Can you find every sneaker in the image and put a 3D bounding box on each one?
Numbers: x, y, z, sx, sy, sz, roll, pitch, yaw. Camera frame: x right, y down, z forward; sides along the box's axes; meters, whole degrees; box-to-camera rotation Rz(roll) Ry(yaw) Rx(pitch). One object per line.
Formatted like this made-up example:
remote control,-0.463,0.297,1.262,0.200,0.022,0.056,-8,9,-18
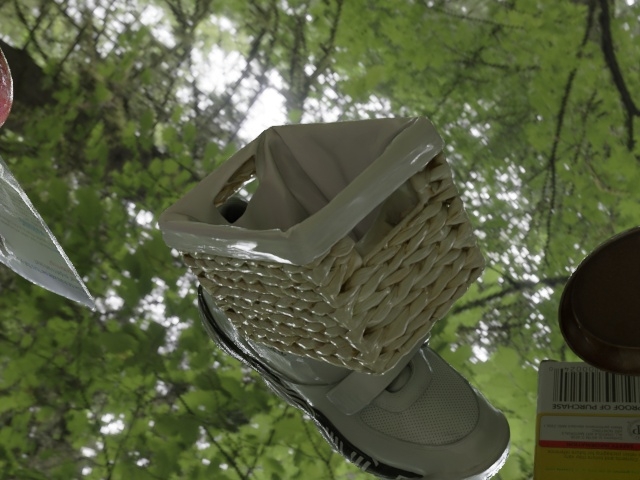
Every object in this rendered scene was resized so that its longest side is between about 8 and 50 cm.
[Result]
sneaker,0.016,0.086,0.885,0.366,0.210,0.137,32,-116,24

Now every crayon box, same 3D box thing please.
crayon box,0.284,0.239,0.813,0.202,0.081,0.318,-2,-145,18

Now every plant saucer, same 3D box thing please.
plant saucer,0.285,0.046,0.804,0.168,0.168,0.029,-28,-149,20

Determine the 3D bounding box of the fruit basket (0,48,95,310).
fruit basket,-0.270,-0.122,0.507,0.165,0.327,0.353,-30,-103,-3

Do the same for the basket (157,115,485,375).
basket,0.000,0.000,0.562,0.113,0.103,0.167,-42,-154,-25
